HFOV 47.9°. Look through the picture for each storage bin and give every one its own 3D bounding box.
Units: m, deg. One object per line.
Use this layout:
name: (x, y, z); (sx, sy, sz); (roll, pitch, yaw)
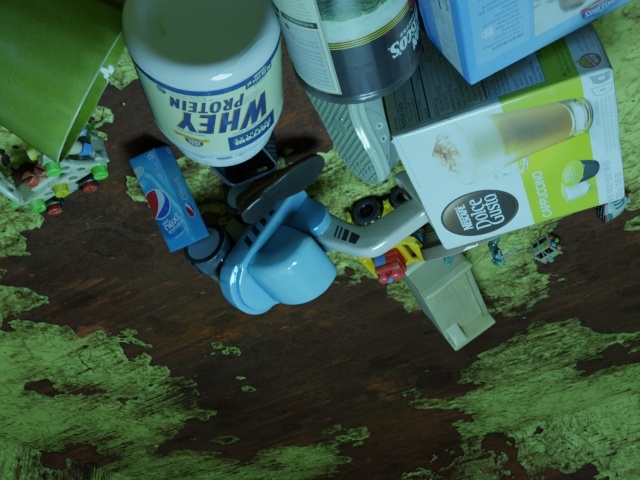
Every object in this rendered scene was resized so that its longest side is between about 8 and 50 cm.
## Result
storage bin: (-0.177, -0.205, 1.461); (0.122, 0.084, 0.180); (-20, 143, 19)

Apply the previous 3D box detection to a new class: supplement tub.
supplement tub: (-0.179, -0.280, 1.189); (0.235, 0.236, 0.325); (-4, 161, -3)

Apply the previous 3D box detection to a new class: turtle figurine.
turtle figurine: (0.395, -0.022, 1.745); (0.234, 0.118, 0.175); (-20, 107, 24)

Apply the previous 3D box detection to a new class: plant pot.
plant pot: (-0.491, -0.313, 1.150); (0.293, 0.275, 0.275); (28, 135, -16)
plant pot: (0.318, -0.047, 1.571); (0.237, 0.110, 0.237); (-21, -179, 0)

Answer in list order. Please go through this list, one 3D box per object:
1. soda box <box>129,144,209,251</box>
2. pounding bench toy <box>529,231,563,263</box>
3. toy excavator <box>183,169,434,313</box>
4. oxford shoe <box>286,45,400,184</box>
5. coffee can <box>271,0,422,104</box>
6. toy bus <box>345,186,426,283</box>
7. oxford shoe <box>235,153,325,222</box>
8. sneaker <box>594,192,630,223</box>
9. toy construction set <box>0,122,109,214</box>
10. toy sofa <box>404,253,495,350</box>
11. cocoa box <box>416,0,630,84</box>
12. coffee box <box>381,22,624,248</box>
soda box: (-0.315, -0.088, 1.506); (0.067, 0.210, 0.071); (-22, -175, 20)
pounding bench toy: (0.612, 0.022, 1.919); (0.083, 0.052, 0.065); (22, 136, -33)
toy excavator: (0.000, 0.000, 1.564); (0.445, 0.433, 0.222); (24, 162, 36)
oxford shoe: (0.058, -0.297, 1.344); (0.130, 0.169, 0.449); (-45, 136, -16)
coffee can: (0.027, -0.351, 0.987); (0.201, 0.202, 0.275); (-12, 149, 8)
toy bus: (0.184, -0.001, 1.691); (0.220, 0.212, 0.149); (-22, 140, 18)
oxford shoe: (-0.089, -0.127, 1.515); (0.212, 0.076, 0.076); (-33, 142, -2)
sneaker: (0.717, -0.110, 1.760); (0.075, 0.057, 0.161); (-25, 142, -2)
toy construction set: (-0.559, -0.145, 1.431); (0.327, 0.151, 0.215); (-12, 169, 22)
toy sofa: (0.344, 0.136, 1.984); (0.150, 0.177, 0.362); (-36, 140, -1)
cocoa box: (0.293, -0.433, 1.013); (0.347, 0.228, 0.231); (-28, 143, 0)
coffee box: (0.301, -0.242, 1.261); (0.334, 0.338, 0.338); (-17, 143, 15)
